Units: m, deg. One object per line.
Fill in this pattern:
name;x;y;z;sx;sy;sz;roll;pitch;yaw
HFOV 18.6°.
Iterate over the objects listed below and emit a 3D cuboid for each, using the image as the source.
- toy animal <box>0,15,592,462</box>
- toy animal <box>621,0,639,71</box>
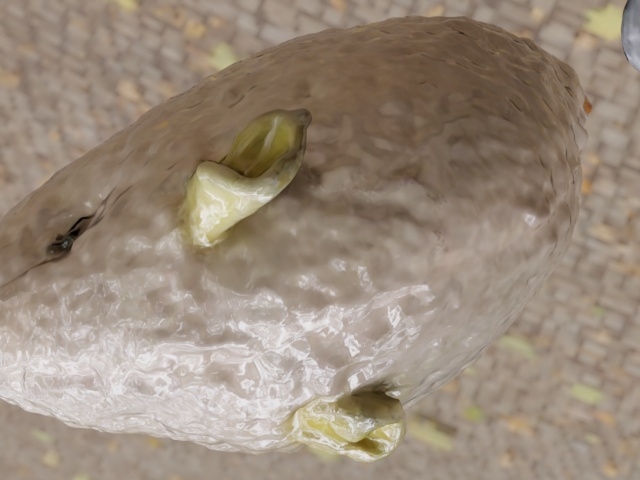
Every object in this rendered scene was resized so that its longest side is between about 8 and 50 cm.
toy animal;0.006;-0.003;0.946;0.226;0.358;0.188;14;130;59
toy animal;0.114;-0.250;0.718;0.225;0.302;0.284;6;-156;-21
